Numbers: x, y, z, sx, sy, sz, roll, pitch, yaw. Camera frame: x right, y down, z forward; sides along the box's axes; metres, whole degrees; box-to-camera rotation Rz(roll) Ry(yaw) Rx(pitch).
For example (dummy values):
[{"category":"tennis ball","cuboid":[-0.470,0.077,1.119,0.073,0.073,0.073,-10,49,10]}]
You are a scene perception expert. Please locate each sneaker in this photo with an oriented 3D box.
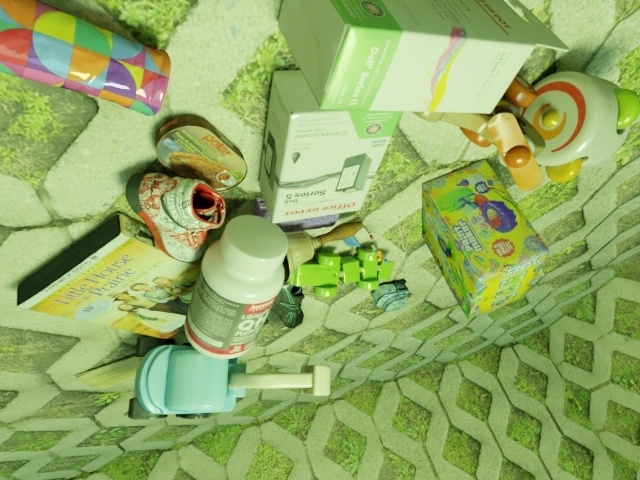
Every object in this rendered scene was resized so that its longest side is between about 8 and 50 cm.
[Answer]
[{"category":"sneaker","cuboid":[-0.244,-0.027,0.883,0.145,0.090,0.270,6,150,16]},{"category":"sneaker","cuboid":[-0.088,0.184,1.353,0.106,0.101,0.267,-27,149,4]}]

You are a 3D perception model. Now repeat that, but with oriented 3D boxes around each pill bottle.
[{"category":"pill bottle","cuboid":[-0.182,0.102,0.996,0.177,0.176,0.318,-1,136,-31]}]

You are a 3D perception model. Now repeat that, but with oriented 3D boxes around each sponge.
[{"category":"sponge","cuboid":[-0.051,-0.063,1.053,0.210,0.031,0.117,-9,148,-22]}]

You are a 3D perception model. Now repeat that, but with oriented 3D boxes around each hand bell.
[{"category":"hand bell","cuboid":[0.000,0.000,1.082,0.242,0.126,0.126,-20,152,-28]}]

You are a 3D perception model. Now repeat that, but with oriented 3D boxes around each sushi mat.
[{"category":"sushi mat","cuboid":[-0.590,0.403,1.465,0.317,0.019,0.151,-19,150,-4]}]

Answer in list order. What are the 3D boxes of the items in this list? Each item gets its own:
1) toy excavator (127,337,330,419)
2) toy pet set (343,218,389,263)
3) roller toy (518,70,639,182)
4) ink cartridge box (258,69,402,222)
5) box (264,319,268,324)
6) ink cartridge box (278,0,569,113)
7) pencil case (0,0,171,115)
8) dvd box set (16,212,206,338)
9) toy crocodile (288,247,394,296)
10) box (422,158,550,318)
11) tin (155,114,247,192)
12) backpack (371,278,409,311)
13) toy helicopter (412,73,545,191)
[{"category":"toy excavator","cuboid":[-0.256,0.391,1.268,0.433,0.222,0.446,16,160,-40]},{"category":"toy pet set","cuboid":[0.106,0.009,1.185,0.065,0.122,0.114,-35,128,8]},{"category":"roller toy","cuboid":[0.517,-0.246,0.957,0.147,0.191,0.209,-1,133,-30]},{"category":"ink cartridge box","cuboid":[0.004,-0.166,0.842,0.199,0.114,0.272,-10,147,-19]},{"category":"box","cuboid":[-0.264,0.219,1.307,0.156,0.093,0.158,-33,147,19]},{"category":"ink cartridge box","cuboid":[0.142,-0.287,0.646,0.354,0.207,0.119,-6,145,-24]},{"category":"pencil case","cuboid":[-0.311,-0.232,0.567,0.237,0.104,0.104,11,136,-40]},{"category":"dvd box set","cuboid":[-0.408,0.110,1.075,0.308,0.062,0.420,-31,148,14]},{"category":"toy crocodile","cuboid":[0.066,0.083,1.297,0.341,0.105,0.115,-5,104,-25]},{"category":"box","cuboid":[0.404,0.005,1.188,0.177,0.289,0.279,-22,150,1]},{"category":"tin","cuboid":[-0.208,-0.150,0.815,0.106,0.040,0.190,-26,149,15]},{"category":"backpack","cuboid":[0.243,0.196,1.593,0.115,0.084,0.105,-3,142,-24]},{"category":"toy helicopter","cuboid":[0.288,-0.212,0.829,0.356,0.234,0.140,3,142,-35]}]
